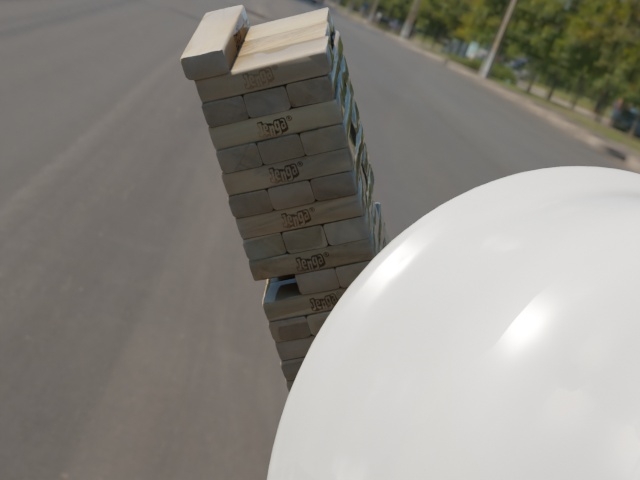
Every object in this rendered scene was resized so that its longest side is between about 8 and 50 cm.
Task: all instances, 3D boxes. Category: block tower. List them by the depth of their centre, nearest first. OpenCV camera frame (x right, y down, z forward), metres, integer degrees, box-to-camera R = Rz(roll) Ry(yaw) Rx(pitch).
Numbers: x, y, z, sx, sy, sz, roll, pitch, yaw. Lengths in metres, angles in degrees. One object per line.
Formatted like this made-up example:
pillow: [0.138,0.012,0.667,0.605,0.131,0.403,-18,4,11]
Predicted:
block tower: [0.000,0.000,0.825,0.097,0.336,0.091,-12,27,11]

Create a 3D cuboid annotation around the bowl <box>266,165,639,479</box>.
bowl: [0.137,0.113,0.441,0.297,0.298,0.134,17,-8,-22]
